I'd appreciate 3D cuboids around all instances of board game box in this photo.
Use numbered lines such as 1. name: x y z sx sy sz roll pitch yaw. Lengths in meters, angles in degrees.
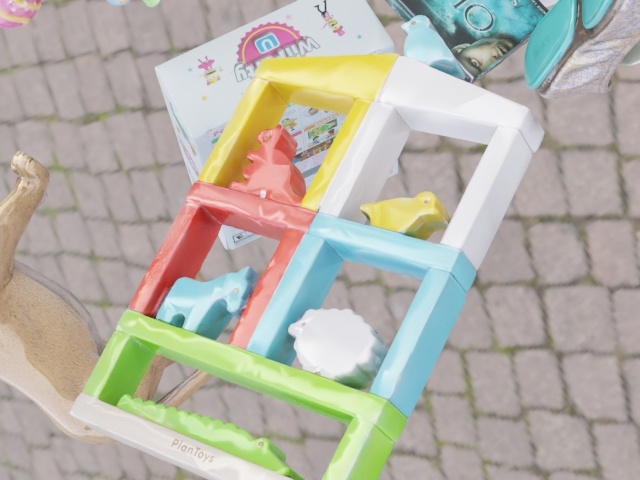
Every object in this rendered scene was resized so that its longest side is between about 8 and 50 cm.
1. board game box: -0.037 -0.124 1.527 0.097 0.224 0.303 61 172 20
2. board game box: 0.138 -0.264 1.498 0.186 0.126 0.026 48 159 9

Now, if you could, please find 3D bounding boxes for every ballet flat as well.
1. ballet flat: 0.272 -0.211 1.274 0.316 0.106 0.107 121 153 -76

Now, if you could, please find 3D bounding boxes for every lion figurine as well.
1. lion figurine: -0.242 0.080 1.224 0.392 0.240 0.142 35 173 -15

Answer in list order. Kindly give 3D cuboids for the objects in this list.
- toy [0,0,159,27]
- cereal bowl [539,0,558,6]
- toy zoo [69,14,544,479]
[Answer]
1. toy: -0.214 -0.169 0.960 0.137 0.237 0.056 -2 96 57
2. cereal bowl: 0.250 -0.449 1.661 0.141 0.339 0.339 46 137 39
3. toy zoo: 0.000 0.000 0.803 0.192 0.293 0.030 15 160 36
